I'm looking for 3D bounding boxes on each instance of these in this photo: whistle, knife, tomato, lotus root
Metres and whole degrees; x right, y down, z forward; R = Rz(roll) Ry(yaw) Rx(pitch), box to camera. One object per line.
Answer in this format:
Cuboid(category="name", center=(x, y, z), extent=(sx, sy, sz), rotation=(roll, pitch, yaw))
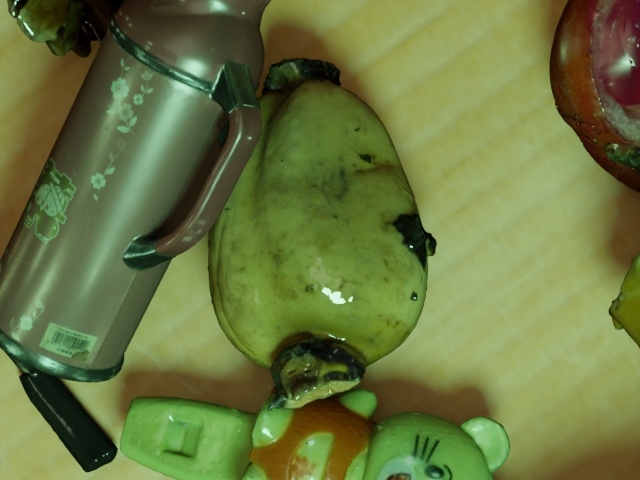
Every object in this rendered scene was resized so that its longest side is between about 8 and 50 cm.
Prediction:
Cuboid(category="whistle", center=(0.000, 0.161, 1.255), extent=(0.288, 0.106, 0.131), rotation=(14, 83, 7))
Cuboid(category="knife", center=(-0.226, 0.072, 1.316), extent=(0.028, 0.060, 0.230), rotation=(-37, 80, -20))
Cuboid(category="tomato", center=(0.229, -0.122, 1.270), extent=(0.189, 0.099, 0.173), rotation=(35, 70, -30))
Cuboid(category="lotus root", center=(0.000, 0.000, 1.257), extent=(0.154, 0.140, 0.257), rotation=(-9, 68, 20))

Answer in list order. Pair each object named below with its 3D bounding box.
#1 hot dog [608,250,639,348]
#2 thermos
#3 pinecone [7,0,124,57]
Cuboid(category="hot dog", center=(0.431, 0.072, 1.172), extent=(0.367, 0.196, 0.365), rotation=(-33, 70, -5))
Cuboid(category="thermos", center=(-0.118, -0.063, 1.219), extent=(0.109, 0.136, 0.330), rotation=(22, 109, -16))
Cuboid(category="pinecone", center=(-0.151, -0.224, 1.292), extent=(0.195, 0.150, 0.179), rotation=(-28, 82, -6))
